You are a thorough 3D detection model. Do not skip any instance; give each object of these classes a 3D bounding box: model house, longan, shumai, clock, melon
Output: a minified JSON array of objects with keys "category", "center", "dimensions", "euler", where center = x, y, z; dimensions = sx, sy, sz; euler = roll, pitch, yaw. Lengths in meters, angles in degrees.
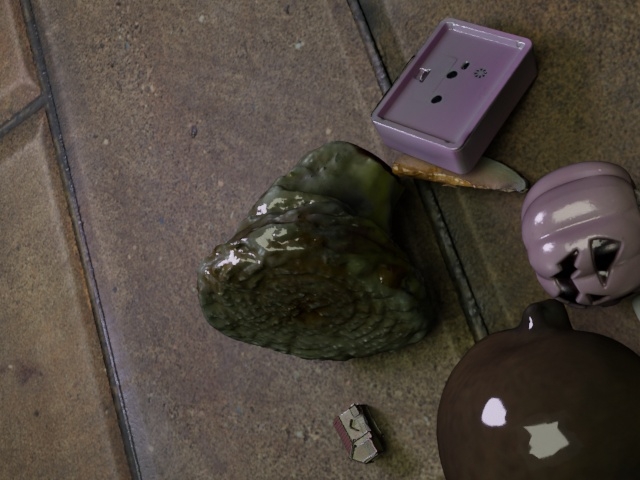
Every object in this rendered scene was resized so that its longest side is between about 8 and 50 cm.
[{"category":"model house","center":[0.052,0.280,1.308],"dimensions":[0.058,0.057,0.083],"euler":[-37,66,18]},{"category":"longan","center":[0.257,0.218,1.060],"dimensions":[0.300,0.243,0.300],"euler":[1,92,55]},{"category":"shumai","center":[0.000,0.000,1.285],"dimensions":[0.304,0.309,0.263],"euler":[-10,52,25]},{"category":"clock","center":[0.181,-0.198,1.249],"dimensions":[0.150,0.063,0.197],"euler":[25,71,33]},{"category":"melon","center":[0.197,-0.093,1.257],"dimensions":[0.182,0.098,0.054],"euler":[12,107,17]}]

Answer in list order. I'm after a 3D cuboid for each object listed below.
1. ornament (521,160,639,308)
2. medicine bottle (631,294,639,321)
[{"category":"ornament","center":[0.330,-0.008,1.102],"dimensions":[0.178,0.177,0.177],"euler":[-6,80,32]},{"category":"medicine bottle","center":[0.469,0.030,1.076],"dimensions":[0.221,0.061,0.092],"euler":[-34,48,24]}]
